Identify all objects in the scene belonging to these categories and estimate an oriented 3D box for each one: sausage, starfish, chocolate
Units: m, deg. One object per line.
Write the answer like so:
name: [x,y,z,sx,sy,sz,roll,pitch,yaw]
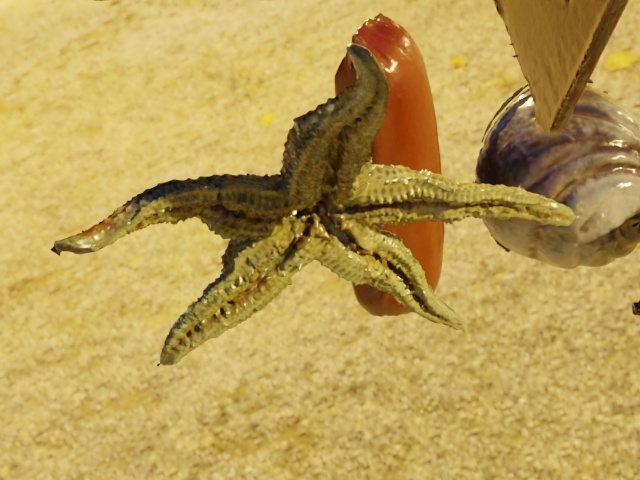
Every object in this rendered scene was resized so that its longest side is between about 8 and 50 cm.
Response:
sausage: [0.074,-0.060,1.126,0.094,0.349,0.097,23,46,32]
starfish: [0.000,-0.001,0.854,0.347,0.358,0.078,-30,53,14]
chocolate: [0.406,-0.087,1.676,0.303,0.303,0.213,-29,29,-13]

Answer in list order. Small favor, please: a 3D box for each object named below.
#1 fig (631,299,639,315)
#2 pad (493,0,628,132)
fig: [0.549,0.045,1.545,0.235,0.203,0.203,-33,17,39]
pad: [0.117,-0.241,0.596,0.018,0.286,0.284,-9,66,-9]
